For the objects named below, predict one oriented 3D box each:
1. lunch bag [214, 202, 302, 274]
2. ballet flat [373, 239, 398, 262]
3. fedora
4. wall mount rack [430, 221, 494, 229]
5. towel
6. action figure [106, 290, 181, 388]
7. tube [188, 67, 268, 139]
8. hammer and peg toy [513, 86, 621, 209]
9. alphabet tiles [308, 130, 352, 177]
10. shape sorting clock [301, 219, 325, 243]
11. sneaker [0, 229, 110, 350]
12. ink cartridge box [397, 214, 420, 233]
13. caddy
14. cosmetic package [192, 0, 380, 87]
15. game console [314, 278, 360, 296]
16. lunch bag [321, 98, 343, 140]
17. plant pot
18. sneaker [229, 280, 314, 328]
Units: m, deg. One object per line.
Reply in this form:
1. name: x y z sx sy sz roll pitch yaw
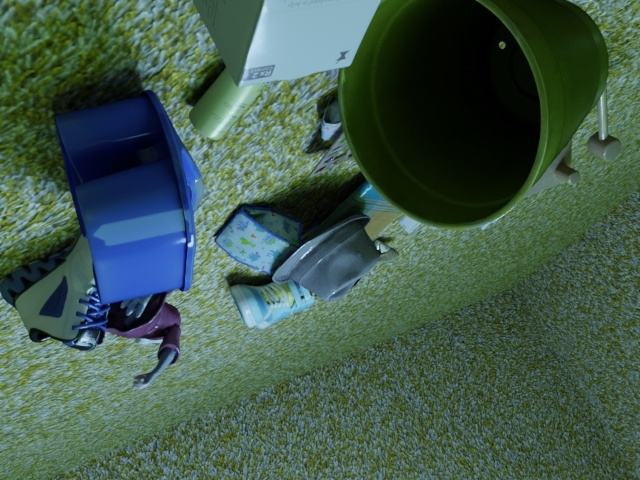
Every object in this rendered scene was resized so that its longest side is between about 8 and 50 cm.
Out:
1. lunch bag: -0.134 -0.009 1.469 0.151 0.096 0.129 21 135 -27
2. ballet flat: 0.154 0.036 2.014 0.206 0.073 0.067 -15 121 -36
3. fedora: 0.036 0.055 1.533 0.244 0.124 0.275 -45 169 34
4. wall mount rack: 0.468 -0.129 1.864 0.350 0.130 0.304 -34 166 -42
5. towel: 0.119 -0.074 1.669 0.370 0.040 0.271 -43 156 22
6. action figure: -0.386 0.143 1.453 0.275 0.248 0.370 -54 161 -8
7. tube: -0.098 -0.245 0.975 0.240 0.062 0.070 -43 -163 26
8. hammer and peg toy: 0.523 -0.241 1.588 0.361 0.127 0.266 -23 124 -17
9. alphabet tiles: 0.101 -0.211 1.315 0.237 0.009 0.198 -30 172 -30
10. shape sorting clock: 0.000 0.000 1.751 0.206 0.040 0.206 -24 161 -9
11. sneaker: -0.407 0.091 1.215 0.316 0.182 0.127 -31 162 9
12. ink cartridge box: 0.305 -0.119 1.737 0.171 0.056 0.235 -38 175 -23
13. caddy: -0.254 -0.056 0.971 0.179 0.241 0.341 -14 158 -20
14. cosmetic package: -0.045 -0.291 0.731 0.151 0.183 0.151 -19 159 -26
15. game console: -0.012 0.137 2.086 0.361 0.044 0.213 -20 158 -23
16. lunch bag: 0.036 -0.220 1.223 0.083 0.053 0.071 -35 164 -9
17. plant pot: 0.281 -0.248 1.103 0.353 0.366 0.366 -27 164 -38
18. sneaker: -0.118 0.143 1.836 0.208 0.127 0.319 -26 170 0
